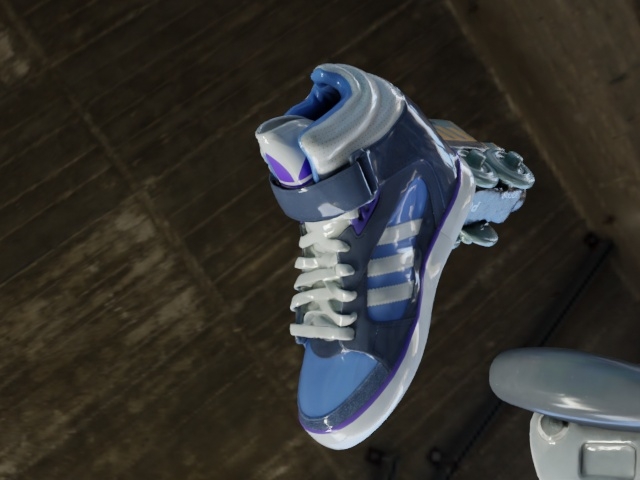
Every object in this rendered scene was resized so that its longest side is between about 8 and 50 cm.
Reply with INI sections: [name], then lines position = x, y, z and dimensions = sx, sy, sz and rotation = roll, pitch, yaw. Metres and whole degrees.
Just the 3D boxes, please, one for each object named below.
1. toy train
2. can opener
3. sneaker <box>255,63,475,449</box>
[toy train]
position = 0.127, -0.086, 1.455
dimensions = 0.334, 0.142, 0.190
rotation = -5, -138, -48
[can opener]
position = 0.216, 0.092, 0.544
dimensions = 0.093, 0.280, 0.074
rotation = 23, -112, -51
[sneaker]
position = 0.000, 0.000, 1.041
dimensions = 0.236, 0.130, 0.323
rotation = 35, -109, -35
